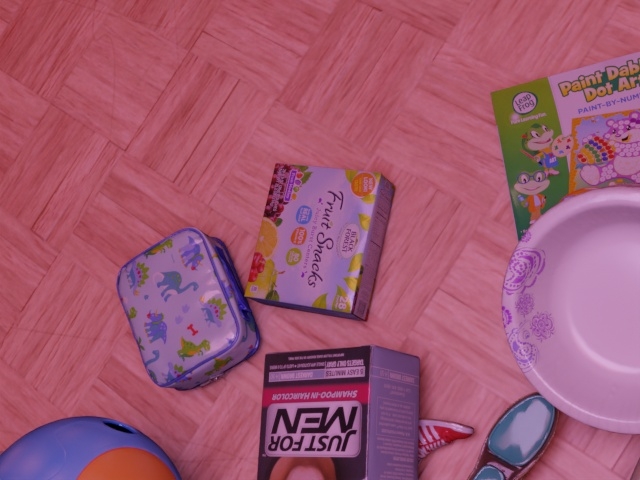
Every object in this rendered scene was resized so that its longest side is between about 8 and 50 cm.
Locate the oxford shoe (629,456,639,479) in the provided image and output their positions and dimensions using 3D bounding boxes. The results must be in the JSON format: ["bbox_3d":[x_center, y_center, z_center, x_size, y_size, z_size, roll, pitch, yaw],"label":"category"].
[{"bbox_3d":[0.314,0.373,1.116,0.146,0.140,0.397,22,76,44],"label":"oxford shoe"}]

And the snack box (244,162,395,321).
[{"bbox_3d":[0.000,0.000,1.396,0.174,0.070,0.207,8,79,26],"label":"snack box"}]

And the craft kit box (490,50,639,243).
[{"bbox_3d":[0.369,-0.112,1.280,0.249,0.061,0.247,-14,67,19],"label":"craft kit box"}]

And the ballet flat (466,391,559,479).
[{"bbox_3d":[0.231,0.281,1.214,0.073,0.067,0.206,35,88,26],"label":"ballet flat"}]

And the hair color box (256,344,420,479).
[{"bbox_3d":[0.019,0.332,1.241,0.185,0.113,0.375,-10,70,39],"label":"hair color box"}]

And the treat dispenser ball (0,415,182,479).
[{"bbox_3d":[-0.320,0.382,1.298,0.288,0.288,0.288,-7,72,22],"label":"treat dispenser ball"}]

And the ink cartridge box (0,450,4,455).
[{"bbox_3d":[-0.520,0.426,1.444,0.092,0.160,0.219,43,95,26],"label":"ink cartridge box"}]

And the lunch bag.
[{"bbox_3d":[-0.194,0.102,1.438,0.176,0.090,0.219,-32,65,13],"label":"lunch bag"}]

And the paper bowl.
[{"bbox_3d":[0.370,0.074,1.142,0.284,0.148,0.284,4,99,29],"label":"paper bowl"}]

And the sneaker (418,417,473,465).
[{"bbox_3d":[0.143,0.269,1.269,0.118,0.042,0.067,-2,70,31],"label":"sneaker"}]
